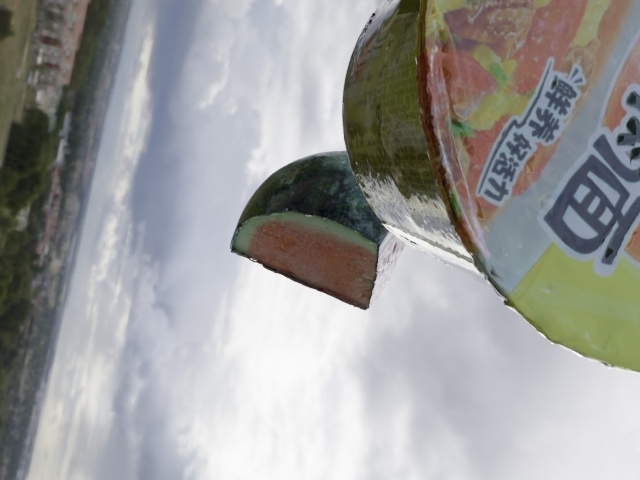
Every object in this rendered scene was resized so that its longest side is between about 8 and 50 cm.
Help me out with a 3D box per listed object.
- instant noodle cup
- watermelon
[{"bbox_3d":[0.138,-0.076,0.456,0.200,0.264,0.264,-168,-91,-75],"label":"instant noodle cup"},{"bbox_3d":[0.000,0.000,1.207,0.148,0.318,0.226,-45,118,-58],"label":"watermelon"}]
